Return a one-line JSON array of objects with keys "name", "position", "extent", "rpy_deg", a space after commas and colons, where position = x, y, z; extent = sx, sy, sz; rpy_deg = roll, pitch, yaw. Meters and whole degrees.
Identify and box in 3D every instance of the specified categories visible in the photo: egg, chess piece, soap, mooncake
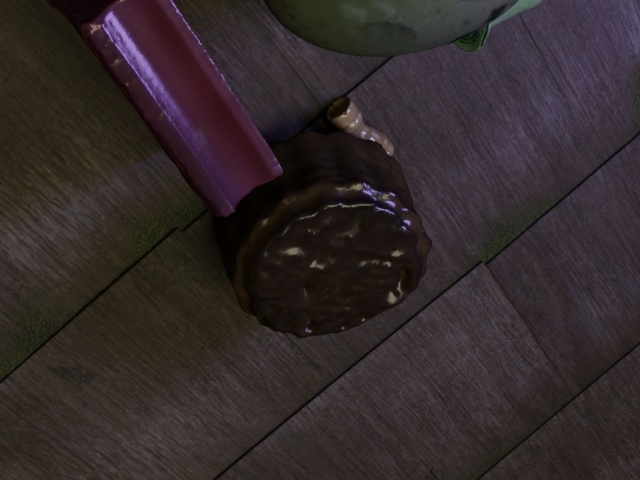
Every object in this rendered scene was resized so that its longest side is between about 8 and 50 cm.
[{"name": "egg", "position": [0.110, -0.417, 1.659], "extent": [0.428, 0.345, 0.345], "rpy_deg": [-32, 131, -2]}, {"name": "chess piece", "position": [0.060, -0.168, 2.004], "extent": [0.066, 0.066, 0.122], "rpy_deg": [-42, 128, 2]}, {"name": "soap", "position": [-0.214, -0.221, 1.705], "extent": [0.128, 0.233, 0.360], "rpy_deg": [-37, 131, -4]}, {"name": "mooncake", "position": [0.001, 0.000, 1.968], "extent": [0.323, 0.187, 0.324], "rpy_deg": [-9, 133, -10]}]

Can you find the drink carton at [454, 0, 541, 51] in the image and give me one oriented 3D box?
[{"name": "drink carton", "position": [0.256, -0.383, 1.923], "extent": [0.142, 0.146, 0.144], "rpy_deg": [-28, 154, -25]}]
